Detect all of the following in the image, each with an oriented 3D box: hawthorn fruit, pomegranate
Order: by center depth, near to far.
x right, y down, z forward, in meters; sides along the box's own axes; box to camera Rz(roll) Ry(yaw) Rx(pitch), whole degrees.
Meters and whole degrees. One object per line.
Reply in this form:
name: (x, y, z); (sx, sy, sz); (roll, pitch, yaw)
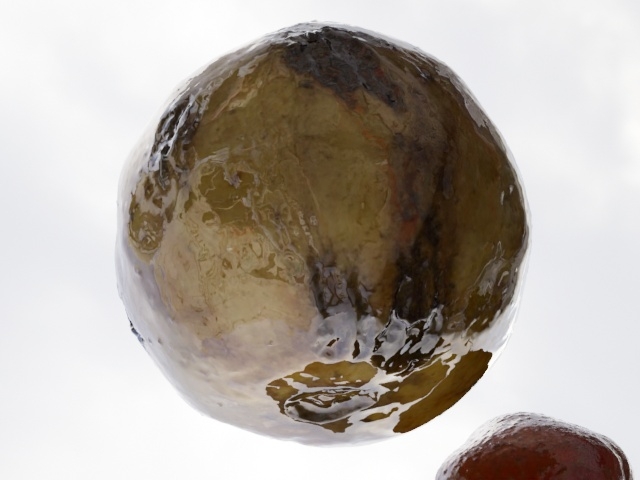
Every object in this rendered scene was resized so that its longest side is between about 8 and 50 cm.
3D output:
pomegranate: (0.000, 0.000, 1.077); (0.322, 0.322, 0.322); (39, -149, -29)
hawthorn fruit: (0.194, 0.208, 1.175); (0.163, 0.203, 0.162); (17, -113, -44)
